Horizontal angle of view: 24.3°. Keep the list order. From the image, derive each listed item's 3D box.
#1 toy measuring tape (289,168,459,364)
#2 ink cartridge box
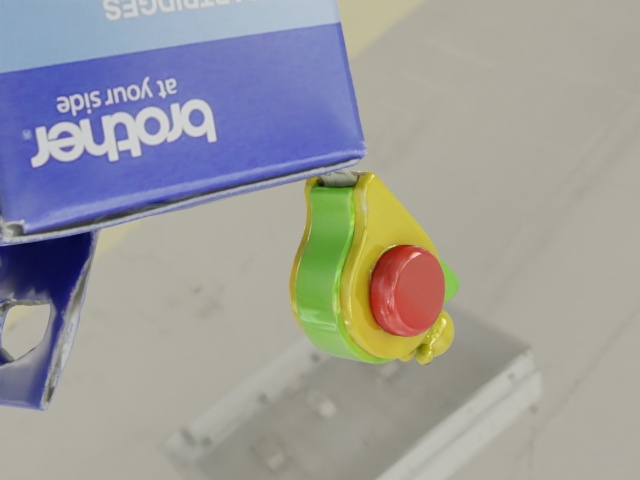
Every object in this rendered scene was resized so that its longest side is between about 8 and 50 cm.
[{"bbox_3d":[0.000,0.000,1.094,0.121,0.330,0.121,-25,-139,23],"label":"toy measuring tape"},{"bbox_3d":[-0.130,-0.137,0.587,0.151,0.396,0.270,-15,-175,-31],"label":"ink cartridge box"}]
